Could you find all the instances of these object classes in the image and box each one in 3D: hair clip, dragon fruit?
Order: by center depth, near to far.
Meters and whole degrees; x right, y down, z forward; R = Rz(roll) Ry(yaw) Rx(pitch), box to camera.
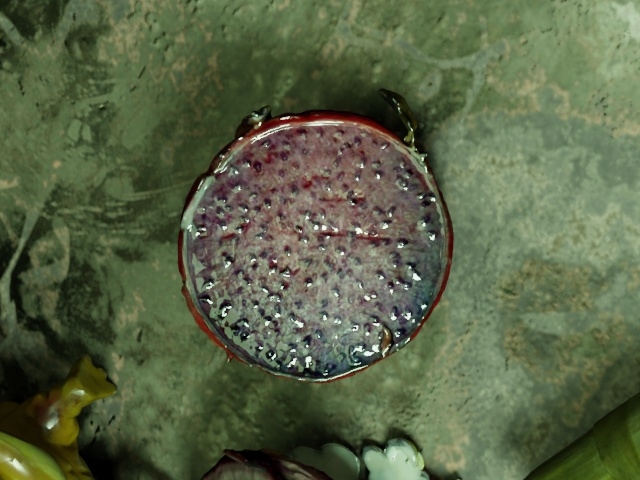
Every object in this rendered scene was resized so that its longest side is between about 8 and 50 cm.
[{"bbox_3d":[-0.003,0.004,1.484,0.218,0.148,0.223,-9,86,2],"label":"dragon fruit"},{"bbox_3d":[0.044,0.227,1.544,0.172,0.049,0.116,-8,92,36],"label":"hair clip"}]

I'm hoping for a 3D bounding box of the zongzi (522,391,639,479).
[{"bbox_3d":[0.303,0.233,1.343,0.274,0.125,0.251,53,128,8],"label":"zongzi"}]

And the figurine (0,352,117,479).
[{"bbox_3d":[-0.342,0.273,1.663,0.387,0.268,0.401,-39,90,18],"label":"figurine"}]

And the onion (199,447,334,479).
[{"bbox_3d":[-0.013,0.314,1.524,0.280,0.146,0.314,170,90,-67],"label":"onion"}]
